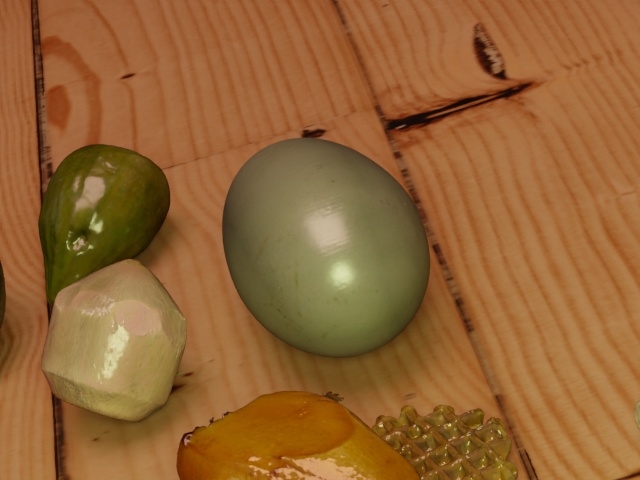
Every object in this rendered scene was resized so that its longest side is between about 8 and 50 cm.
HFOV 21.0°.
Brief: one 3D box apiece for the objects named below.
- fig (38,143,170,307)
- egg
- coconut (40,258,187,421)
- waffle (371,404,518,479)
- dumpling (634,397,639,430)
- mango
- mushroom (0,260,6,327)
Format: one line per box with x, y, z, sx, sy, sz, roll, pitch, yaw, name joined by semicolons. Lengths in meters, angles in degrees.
-0.300;-0.038;2.275;0.167;0.167;0.233;7;31;31;fig
0.000;0.000;2.028;0.230;0.230;0.371;-21;27;-7;egg
-0.232;0.112;1.995;0.171;0.171;0.183;16;86;39;coconut
0.116;0.232;1.802;0.192;0.046;0.161;4;37;29;waffle
0.419;0.167;1.732;0.111;0.181;0.155;2;51;-43;dumpling
-0.007;0.256;1.700;0.187;0.138;0.257;-39;43;-23;mango
-0.537;0.123;2.182;0.292;0.212;0.217;-16;76;-21;mushroom
